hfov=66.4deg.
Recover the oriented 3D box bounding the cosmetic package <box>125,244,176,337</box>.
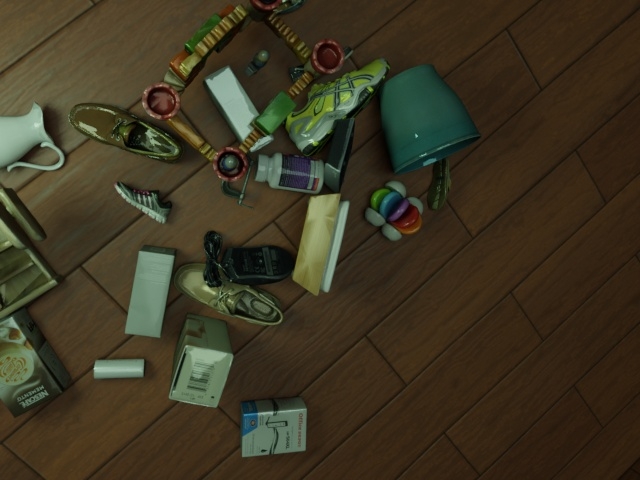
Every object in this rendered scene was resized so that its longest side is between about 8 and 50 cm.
[{"bbox_3d":[-0.476,0.140,1.377,0.107,0.127,0.237,8,97,-15],"label":"cosmetic package"}]

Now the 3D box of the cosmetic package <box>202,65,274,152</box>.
[{"bbox_3d":[-0.232,-0.363,1.376,0.086,0.117,0.231,-34,106,-9],"label":"cosmetic package"}]

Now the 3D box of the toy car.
[{"bbox_3d":[0.242,-0.089,1.529,0.182,0.136,0.159,41,87,-16],"label":"toy car"}]

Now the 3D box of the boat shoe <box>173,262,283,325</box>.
[{"bbox_3d":[-0.264,0.160,1.443,0.341,0.110,0.121,22,92,-17],"label":"boat shoe"}]

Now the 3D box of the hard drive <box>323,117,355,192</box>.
[{"bbox_3d":[0.054,-0.237,1.397,0.054,0.254,0.171,15,83,4],"label":"hard drive"}]

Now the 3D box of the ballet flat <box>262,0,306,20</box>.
[{"bbox_3d":[-0.107,-0.682,1.391,0.188,0.070,0.070,-33,105,-9],"label":"ballet flat"}]

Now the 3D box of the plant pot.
[{"bbox_3d":[0.297,-0.365,1.455,0.272,0.271,0.255,-22,87,-11],"label":"plant pot"}]

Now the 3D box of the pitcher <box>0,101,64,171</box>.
[{"bbox_3d":[-0.789,-0.238,1.253,0.207,0.125,0.177,-28,119,-21],"label":"pitcher"}]

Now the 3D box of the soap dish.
[{"bbox_3d":[0.000,0.000,1.441,0.118,0.229,0.290,12,94,0],"label":"soap dish"}]

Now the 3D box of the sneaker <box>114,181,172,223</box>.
[{"bbox_3d":[-0.490,-0.122,1.370,0.170,0.063,0.074,37,88,-21],"label":"sneaker"}]

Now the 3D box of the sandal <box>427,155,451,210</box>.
[{"bbox_3d":[0.399,-0.186,1.600,0.049,0.072,0.180,6,92,-37],"label":"sandal"}]

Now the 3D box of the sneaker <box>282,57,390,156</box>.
[{"bbox_3d":[0.052,-0.423,1.433,0.147,0.145,0.385,45,76,2],"label":"sneaker"}]

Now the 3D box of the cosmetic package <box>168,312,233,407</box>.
[{"bbox_3d":[-0.331,0.319,1.352,0.129,0.296,0.153,17,92,-15],"label":"cosmetic package"}]

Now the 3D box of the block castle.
[{"bbox_3d":[-0.188,-0.399,1.213,0.303,0.213,0.453,43,84,-17],"label":"block castle"}]

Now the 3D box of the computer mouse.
[{"bbox_3d":[-0.215,0.070,1.449,0.272,0.072,0.188,5,56,-22],"label":"computer mouse"}]

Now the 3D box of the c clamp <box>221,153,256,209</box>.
[{"bbox_3d":[-0.228,-0.179,1.414,0.022,0.137,0.160,7,96,-60],"label":"c clamp"}]

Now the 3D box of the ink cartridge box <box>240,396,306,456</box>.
[{"bbox_3d":[-0.149,0.588,1.547,0.203,0.086,0.148,0,98,-14],"label":"ink cartridge box"}]

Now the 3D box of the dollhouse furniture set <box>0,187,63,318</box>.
[{"bbox_3d":[-0.805,0.077,1.140,0.362,0.394,0.256,-34,105,-8],"label":"dollhouse furniture set"}]

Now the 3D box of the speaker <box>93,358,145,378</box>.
[{"bbox_3d":[-0.582,0.372,1.418,0.136,0.055,0.055,2,97,-16],"label":"speaker"}]

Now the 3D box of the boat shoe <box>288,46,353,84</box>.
[{"bbox_3d":[0.001,-0.526,1.437,0.206,0.075,0.065,-32,108,-4],"label":"boat shoe"}]

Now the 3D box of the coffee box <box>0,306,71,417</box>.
[{"bbox_3d":[-0.816,0.329,1.326,0.141,0.098,0.246,-28,104,-9],"label":"coffee box"}]

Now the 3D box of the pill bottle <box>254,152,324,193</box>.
[{"bbox_3d":[-0.093,-0.200,1.439,0.194,0.108,0.108,6,96,-16],"label":"pill bottle"}]

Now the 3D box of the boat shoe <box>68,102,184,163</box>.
[{"bbox_3d":[-0.518,-0.296,1.314,0.308,0.104,0.110,16,94,-16],"label":"boat shoe"}]
